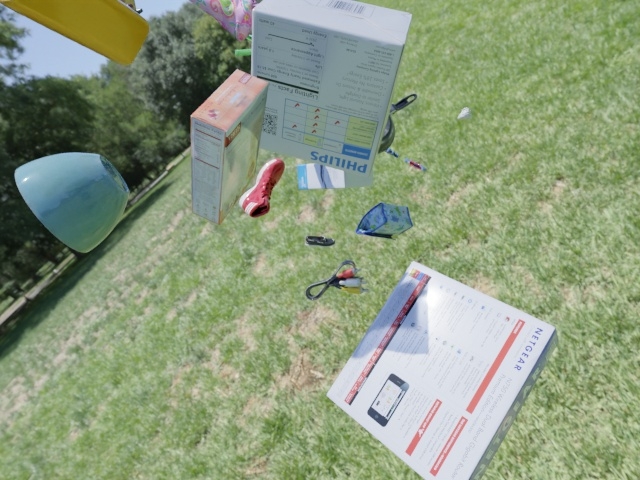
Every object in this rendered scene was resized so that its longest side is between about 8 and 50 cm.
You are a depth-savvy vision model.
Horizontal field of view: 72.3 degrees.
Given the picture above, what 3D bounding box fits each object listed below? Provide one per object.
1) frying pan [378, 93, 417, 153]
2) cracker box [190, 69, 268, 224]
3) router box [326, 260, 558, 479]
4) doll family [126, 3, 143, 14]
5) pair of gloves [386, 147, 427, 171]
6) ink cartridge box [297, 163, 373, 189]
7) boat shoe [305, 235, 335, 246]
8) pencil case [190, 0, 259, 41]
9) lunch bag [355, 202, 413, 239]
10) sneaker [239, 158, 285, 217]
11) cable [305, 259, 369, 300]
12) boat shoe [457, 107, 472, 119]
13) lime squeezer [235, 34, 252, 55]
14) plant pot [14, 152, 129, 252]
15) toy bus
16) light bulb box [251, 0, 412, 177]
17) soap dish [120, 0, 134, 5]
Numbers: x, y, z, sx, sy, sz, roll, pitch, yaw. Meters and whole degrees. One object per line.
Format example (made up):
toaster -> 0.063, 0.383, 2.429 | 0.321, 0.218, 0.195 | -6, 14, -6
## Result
frying pan -> 0.211, -0.382, 1.413 | 0.325, 0.198, 0.053 | -13, -10, -18
cracker box -> -0.166, -0.161, 0.787 | 0.232, 0.067, 0.156 | 112, -177, -51
router box -> 0.220, 0.246, 0.832 | 0.301, 0.082, 0.336 | 28, 79, 41
doll family -> -0.635, -0.667, 1.378 | 0.192, 0.112, 0.076 | -30, 10, -2
pair of gloves -> 0.303, -0.304, 1.612 | 0.023, 0.198, 0.159 | -62, -9, 14
ink cartridge box -> 0.072, -0.319, 2.138 | 0.307, 0.129, 0.223 | 5, 11, 43
boat shoe -> 0.000, 0.000, 1.789 | 0.125, 0.038, 0.046 | 2, 33, -5
pencil case -> -0.304, -0.702, 1.253 | 0.124, 0.284, 0.124 | -54, 1, 2
lunch bag -> 0.210, -0.053, 1.470 | 0.151, 0.128, 0.097 | -35, 56, 47
sneaker -> -0.176, -0.167, 1.492 | 0.221, 0.087, 0.128 | -54, 44, 9
cable -> 0.051, 0.167, 1.756 | 0.287, 0.140, 0.072 | -15, 11, 21
boat shoe -> 0.440, -0.386, 1.331 | 0.035, 0.035, 0.100 | -1, 12, 34
lime squeezer -> -0.174, -0.571, 1.277 | 0.310, 0.109, 0.059 | -94, 28, -57
plant pot -> -0.680, -0.140, 1.265 | 0.195, 0.290, 0.290 | -34, 22, -5
toy bus -> -0.429, -0.417, 0.787 | 0.108, 0.130, 0.332 | -56, -10, 10
light bulb box -> 0.016, -0.410, 1.147 | 0.225, 0.357, 0.361 | -69, -7, -45
soap dish -> -0.839, -0.935, 1.678 | 0.291, 0.228, 0.118 | -153, 71, -69
